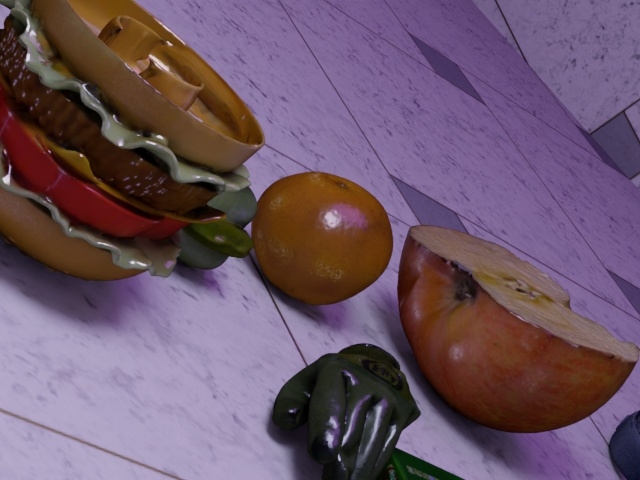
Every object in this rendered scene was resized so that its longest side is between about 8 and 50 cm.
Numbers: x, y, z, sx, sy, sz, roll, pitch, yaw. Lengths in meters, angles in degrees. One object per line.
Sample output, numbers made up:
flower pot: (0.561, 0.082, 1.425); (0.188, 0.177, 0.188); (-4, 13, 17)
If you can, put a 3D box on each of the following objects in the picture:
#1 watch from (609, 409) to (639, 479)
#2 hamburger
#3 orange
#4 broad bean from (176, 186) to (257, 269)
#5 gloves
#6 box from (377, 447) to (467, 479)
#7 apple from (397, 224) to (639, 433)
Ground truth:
watch: (0.451, 0.306, 2.398); (0.193, 0.068, 0.206); (42, 13, 10)
hamburger: (-0.206, -0.087, 1.632); (0.274, 0.212, 0.274); (40, 13, -11)
orange: (0.000, 0.000, 2.014); (0.159, 0.136, 0.159); (22, 13, -5)
broad bean: (-0.164, -0.052, 1.848); (0.228, 0.100, 0.169); (31, 3, 3)
gloves: (0.027, 0.156, 1.768); (0.135, 0.107, 0.268); (12, 20, 4)
box: (0.137, 0.299, 1.764); (0.132, 0.034, 0.235); (29, 21, -39)
apple: (0.196, 0.120, 2.114); (0.251, 0.163, 0.293); (16, 16, -36)
